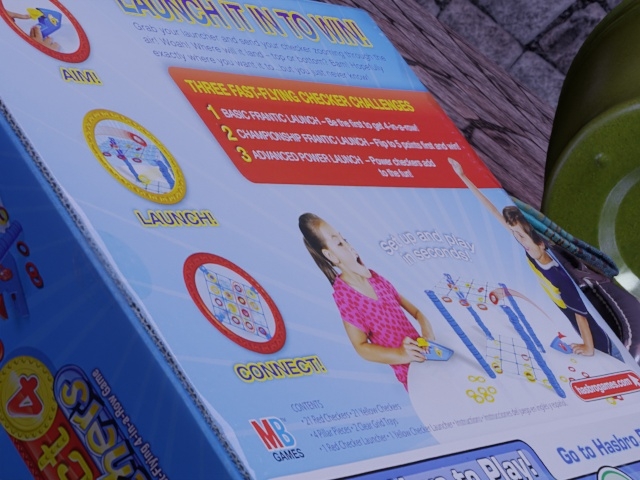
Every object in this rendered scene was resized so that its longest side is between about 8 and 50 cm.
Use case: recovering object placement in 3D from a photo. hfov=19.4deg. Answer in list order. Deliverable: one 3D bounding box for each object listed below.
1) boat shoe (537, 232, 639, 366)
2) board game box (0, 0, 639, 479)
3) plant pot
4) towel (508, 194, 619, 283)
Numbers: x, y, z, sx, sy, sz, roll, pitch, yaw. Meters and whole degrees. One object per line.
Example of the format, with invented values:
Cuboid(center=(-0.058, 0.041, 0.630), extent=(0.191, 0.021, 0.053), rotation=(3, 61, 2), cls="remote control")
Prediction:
Cuboid(center=(0.152, 0.055, 1.262), extent=(0.092, 0.102, 0.285), rotation=(28, 10, -14), cls="boat shoe")
Cuboid(center=(-0.006, 0.036, 0.702), extent=(0.308, 0.086, 0.302), rotation=(-1, 50, -56), cls="board game box")
Cuboid(center=(0.355, -0.050, 1.703), extent=(0.366, 0.366, 0.353), rotation=(40, 24, 6), cls="plant pot")
Cuboid(center=(0.040, -0.086, 1.446), extent=(0.370, 0.040, 0.271), rotation=(29, 4, -35), cls="towel")
